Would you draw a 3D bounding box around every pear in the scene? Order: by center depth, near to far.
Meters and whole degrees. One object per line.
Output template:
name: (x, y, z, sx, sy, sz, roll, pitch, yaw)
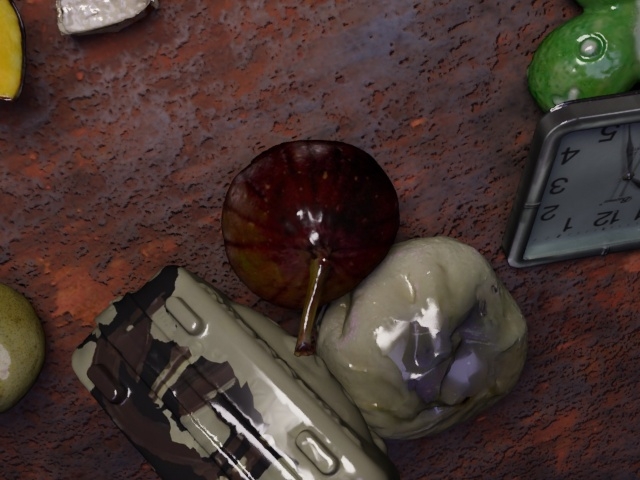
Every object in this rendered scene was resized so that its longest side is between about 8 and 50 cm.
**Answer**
pear: (-0.397, 0.121, 0.898, 0.167, 0.136, 0.167, -3, 108, -10)

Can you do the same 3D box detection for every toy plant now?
toy plant: (0.350, -0.241, 0.870, 0.235, 0.175, 0.218, 4, 105, 19)

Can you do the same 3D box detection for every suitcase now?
suitcase: (-0.070, 0.195, 0.874, 0.194, 0.339, 0.351, -45, 72, -5)

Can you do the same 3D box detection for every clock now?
clock: (0.362, -0.078, 0.929, 0.273, 0.049, 0.279, -9, 145, -6)

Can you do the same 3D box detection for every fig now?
fig: (-0.008, -0.015, 0.845, 0.203, 0.249, 0.186, -27, 100, -2)

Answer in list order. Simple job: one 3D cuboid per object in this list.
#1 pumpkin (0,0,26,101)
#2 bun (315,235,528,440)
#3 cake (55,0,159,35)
pumpkin: (-0.418, -0.235, 0.743, 0.312, 0.148, 0.169, 3, 114, -5)
bun: (0.130, 0.134, 0.971, 0.273, 0.168, 0.273, -6, 110, -15)
cake: (-0.223, -0.314, 0.781, 0.116, 0.086, 0.220, -7, 112, -6)
